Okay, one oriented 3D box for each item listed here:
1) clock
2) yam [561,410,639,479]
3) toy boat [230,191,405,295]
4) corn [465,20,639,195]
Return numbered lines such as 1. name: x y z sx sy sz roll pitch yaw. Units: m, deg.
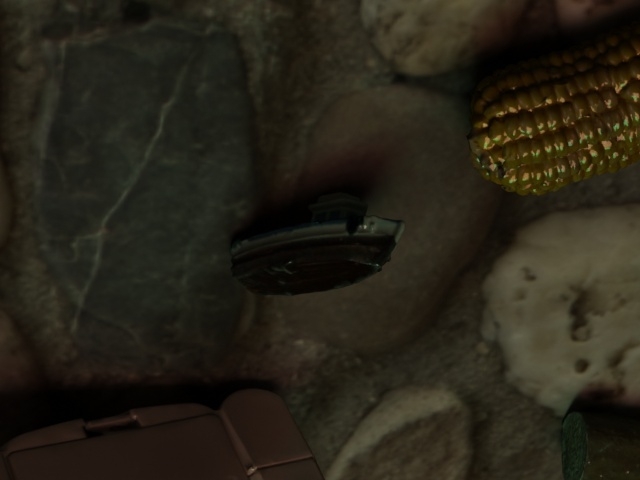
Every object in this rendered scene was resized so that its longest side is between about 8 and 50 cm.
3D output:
1. clock: -0.157 0.295 1.212 0.342 0.184 0.326 -5 128 -19
2. yam: 0.281 0.181 1.300 0.169 0.068 0.068 9 124 -19
3. toy boat: 0.000 0.000 1.117 0.140 0.066 0.059 -10 145 33
4. corn: 0.236 -0.113 1.061 0.291 0.101 0.101 -24 127 3
